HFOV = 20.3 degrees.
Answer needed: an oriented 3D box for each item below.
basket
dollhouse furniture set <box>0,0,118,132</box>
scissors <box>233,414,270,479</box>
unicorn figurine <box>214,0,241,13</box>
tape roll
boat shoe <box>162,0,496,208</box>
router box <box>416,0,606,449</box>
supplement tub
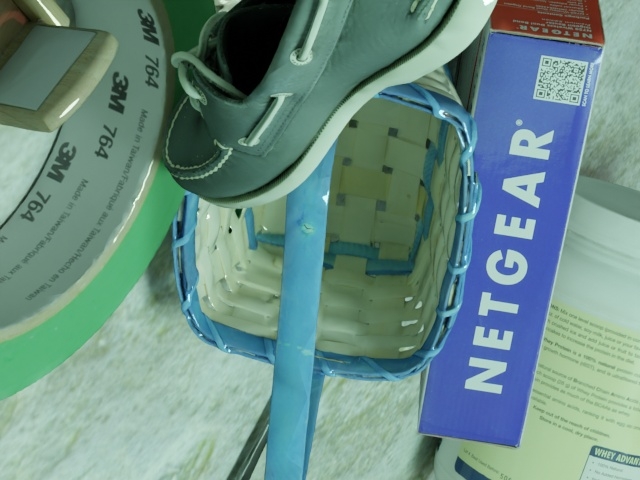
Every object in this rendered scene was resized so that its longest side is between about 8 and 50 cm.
[{"bbox_3d":[0.000,0.000,1.184,0.289,0.201,0.255,-84,-178,-62],"label":"basket"},{"bbox_3d":[-0.132,-0.240,0.746,0.286,0.198,0.303,-55,131,-21],"label":"dollhouse furniture set"},{"bbox_3d":[-0.082,0.235,1.464,0.297,0.021,0.109,-57,148,-17],"label":"scissors"},{"bbox_3d":[-0.023,-0.196,1.180,0.162,0.060,0.111,-6,116,-57],"label":"unicorn figurine"},{"bbox_3d":[-0.186,-0.063,0.994,0.321,0.077,0.321,-40,143,-38],"label":"tape roll"},{"bbox_3d":[-0.024,-0.107,0.945,0.099,0.319,0.116,15,67,-25],"label":"boat shoe"},{"bbox_3d":[0.142,-0.060,1.392,0.301,0.082,0.336,-81,179,-61],"label":"router box"},{"bbox_3d":[0.263,0.121,1.723,0.235,0.235,0.325,-4,115,-58],"label":"supplement tub"}]
